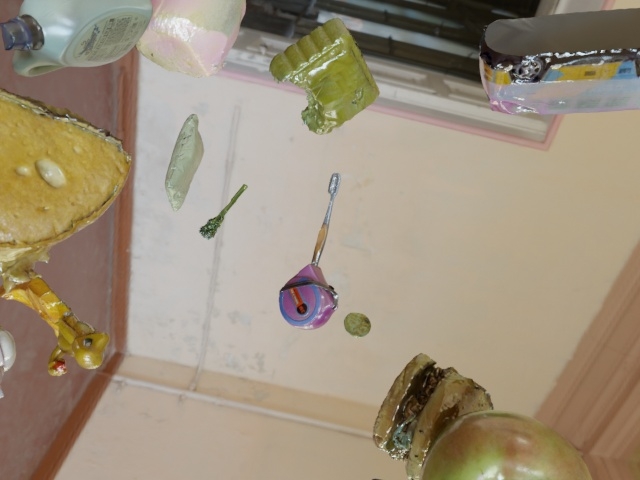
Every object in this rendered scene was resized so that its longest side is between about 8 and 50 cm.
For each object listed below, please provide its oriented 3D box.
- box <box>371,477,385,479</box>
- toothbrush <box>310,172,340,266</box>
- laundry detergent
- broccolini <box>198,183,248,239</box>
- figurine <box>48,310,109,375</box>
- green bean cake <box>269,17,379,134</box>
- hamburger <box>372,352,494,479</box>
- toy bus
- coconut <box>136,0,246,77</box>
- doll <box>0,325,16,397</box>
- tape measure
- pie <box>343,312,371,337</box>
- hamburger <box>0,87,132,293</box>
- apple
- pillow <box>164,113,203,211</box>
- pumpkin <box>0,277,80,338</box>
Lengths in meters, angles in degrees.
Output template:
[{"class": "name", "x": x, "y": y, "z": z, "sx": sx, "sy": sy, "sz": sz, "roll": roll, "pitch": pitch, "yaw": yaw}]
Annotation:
[{"class": "box", "x": 0.150, "y": 0.644, "z": 1.304, "sx": 0.122, "sy": 0.084, "sz": 0.069, "roll": -77, "pitch": 174, "yaw": -61}, {"class": "toothbrush", "x": 0.001, "y": 0.000, "z": 1.244, "sx": 0.031, "sy": 0.023, "sz": 0.320, "roll": 0, "pitch": 104, "yaw": -63}, {"class": "laundry detergent", "x": -0.446, "y": -0.367, "z": 0.953, "sx": 0.215, "sy": 0.105, "sz": 0.280, "roll": -29, "pitch": -167, "yaw": 37}, {"class": "broccolini", "x": -0.306, "y": -0.095, "z": 1.742, "sx": 0.054, "sy": 0.051, "sz": 0.239, "roll": -3, "pitch": -137, "yaw": 49}, {"class": "figurine", "x": -0.494, "y": 0.223, "z": 1.083, "sx": 0.176, "sy": 0.121, "sz": 0.122, "roll": 8, "pitch": -126, "yaw": 49}, {"class": "green bean cake", "x": 0.015, "y": -0.407, "z": 1.385, "sx": 0.236, "sy": 0.233, "sz": 0.124, "roll": 47, "pitch": 18, "yaw": -47}, {"class": "hamburger", "x": 0.269, "y": 0.449, "z": 1.335, "sx": 0.276, "sy": 0.195, "sz": 0.318, "roll": -50, "pitch": 142, "yaw": -12}, {"class": "toy bus", "x": 0.513, "y": -0.346, "z": 1.079, "sx": 0.162, "sy": 0.387, "sz": 0.171, "roll": 77, "pitch": 17, "yaw": -49}, {"class": "coconut", "x": -0.294, "y": -0.518, "z": 1.233, "sx": 0.233, "sy": 0.233, "sz": 0.245, "roll": 107, "pitch": 0, "yaw": -73}, {"class": "doll", "x": -0.652, "y": 0.123, "z": 1.034, "sx": 0.160, "sy": 0.094, "sz": 0.365, "roll": -23, "pitch": -100, "yaw": 48}, {"class": "tape measure", "x": -0.024, "y": 0.124, "z": 1.126, "sx": 0.074, "sy": 0.125, "sz": 0.118, "roll": 24, "pitch": 34, "yaw": -58}, {"class": "pie", "x": 0.106, "y": 0.243, "z": 1.546, "sx": 0.017, "sy": 0.085, "sz": 0.085, "roll": 99, "pitch": 2, "yaw": -48}, {"class": "hamburger", "x": -0.532, "y": -0.069, "z": 0.788, "sx": 0.446, "sy": 0.268, "sz": 0.286, "roll": 20, "pitch": 63, "yaw": -51}, {"class": "apple", "x": 0.349, "y": 0.486, "z": 1.026, "sx": 0.277, "sy": 0.319, "sz": 0.319, "roll": 51, "pitch": 48, "yaw": -62}, {"class": "pillow", "x": -0.470, "y": -0.263, "z": 1.887, "sx": 0.274, "sy": 0.076, "sz": 0.280, "roll": 117, "pitch": -12, "yaw": -72}, {"class": "pumpkin", "x": -0.785, "y": 0.206, "z": 1.554, "sx": 0.258, "sy": 0.290, "sz": 0.095, "roll": -22, "pitch": -158, "yaw": 53}]
